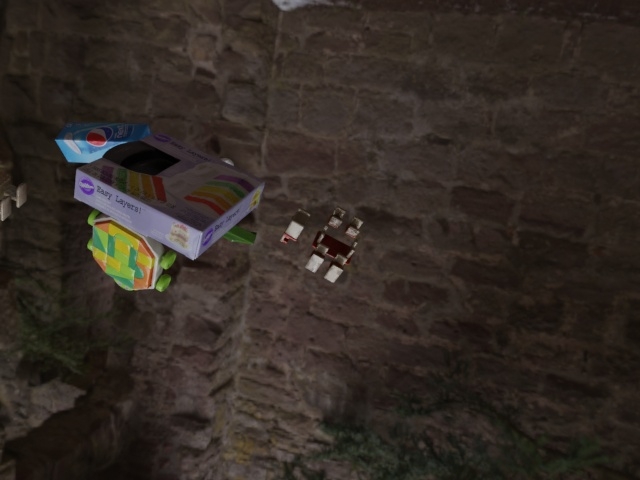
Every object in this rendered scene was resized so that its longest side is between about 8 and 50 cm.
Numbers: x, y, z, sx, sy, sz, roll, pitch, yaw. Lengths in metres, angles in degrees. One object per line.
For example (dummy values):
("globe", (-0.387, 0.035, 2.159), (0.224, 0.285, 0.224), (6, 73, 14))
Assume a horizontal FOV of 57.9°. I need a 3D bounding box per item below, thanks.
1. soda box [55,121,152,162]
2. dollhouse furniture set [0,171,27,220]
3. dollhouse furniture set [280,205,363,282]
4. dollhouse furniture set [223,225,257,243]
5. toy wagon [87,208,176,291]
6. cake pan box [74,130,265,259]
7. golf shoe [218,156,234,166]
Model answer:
("soda box", (-0.493, -0.225, 1.336), (0.210, 0.071, 0.067), (3, -129, 12))
("dollhouse furniture set", (-1.076, -0.163, 1.789), (0.212, 0.161, 0.242), (27, -137, -2))
("dollhouse furniture set", (0.000, 0.000, 2.081), (0.259, 0.135, 0.262), (29, -132, -4))
("dollhouse furniture set", (-0.358, -0.116, 1.925), (0.301, 0.198, 0.151), (7, 169, 30))
("toy wagon", (-0.573, 0.058, 1.727), (0.267, 0.344, 0.068), (30, -134, 4))
("cake pan box", (-0.272, -0.097, 1.069), (0.267, 0.070, 0.246), (26, -149, 11))
("golf shoe", (-0.324, -0.171, 1.694), (0.067, 0.186, 0.086), (47, -159, -11))
